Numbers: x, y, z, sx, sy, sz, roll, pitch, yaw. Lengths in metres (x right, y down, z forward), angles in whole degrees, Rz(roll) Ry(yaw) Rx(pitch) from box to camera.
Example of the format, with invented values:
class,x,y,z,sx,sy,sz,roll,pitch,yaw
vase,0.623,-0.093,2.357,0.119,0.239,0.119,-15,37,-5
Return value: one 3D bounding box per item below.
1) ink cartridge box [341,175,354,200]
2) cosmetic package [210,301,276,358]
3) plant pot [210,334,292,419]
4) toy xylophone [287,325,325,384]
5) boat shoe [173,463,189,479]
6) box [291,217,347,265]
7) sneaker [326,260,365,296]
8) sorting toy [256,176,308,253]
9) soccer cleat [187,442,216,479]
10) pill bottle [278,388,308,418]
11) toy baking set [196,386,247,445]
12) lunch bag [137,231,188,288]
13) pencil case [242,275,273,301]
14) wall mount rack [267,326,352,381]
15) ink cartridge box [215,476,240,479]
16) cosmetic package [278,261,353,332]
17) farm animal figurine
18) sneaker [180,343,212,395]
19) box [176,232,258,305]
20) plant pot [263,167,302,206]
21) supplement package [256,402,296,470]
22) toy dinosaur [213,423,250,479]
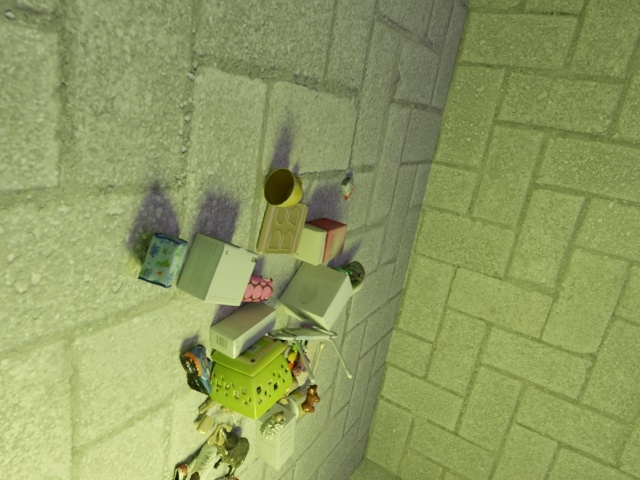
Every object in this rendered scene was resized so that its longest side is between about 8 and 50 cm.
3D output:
class,x,y,z,sx,sy,sz,roll,pitch,yaw
ink cartridge box,0.133,-0.240,2.074,0.063,0.029,0.115,-57,149,-27
cosmetic package,-0.271,0.309,1.563,0.231,0.117,0.086,-29,131,-52
plant pot,-0.253,0.461,1.583,0.227,0.228,0.207,-31,127,-52
toy xylophone,-0.085,0.570,2.112,0.323,0.081,0.236,-67,153,-10
boat shoe,-0.501,0.859,1.547,0.043,0.049,0.137,12,93,-60
box,0.000,0.000,1.866,0.232,0.126,0.149,-18,123,-58
sneaker,0.097,0.191,2.176,0.410,0.157,0.182,-47,127,-48
sorting toy,-0.133,-0.098,1.660,0.229,0.041,0.308,6,101,-58
soccer cleat,-0.431,0.824,1.589,0.196,0.068,0.076,-72,168,-45
pill bottle,-0.110,0.807,2.175,0.208,0.117,0.118,-2,108,-62
toy baking set,-0.358,0.648,1.653,0.256,0.030,0.197,-34,122,-45
lunch bag,-0.409,0.051,1.168,0.151,0.096,0.129,152,-42,-86
pencil case,-0.249,0.162,1.540,0.098,0.095,0.209,-39,160,15
wall mount rack,-0.042,0.433,1.734,0.349,0.304,0.131,9,92,-44
ink cartridge box,-0.406,1.049,1.833,0.099,0.056,0.135,-68,153,-9
cosmetic package,-0.016,0.232,1.873,0.225,0.223,0.138,-57,149,-26
farm animal figurine,-0.173,0.592,1.823,0.326,0.330,0.172,-35,148,-7
sneaker,-0.391,0.433,1.458,0.087,0.083,0.221,-54,152,-47
box,-0.311,0.092,1.347,0.181,0.119,0.182,26,83,-63
plant pot,-0.115,-0.172,1.518,0.095,0.134,0.134,19,89,-54
supplement package,-0.204,0.900,2.030,0.133,0.138,0.244,-31,133,-50
toy dinosaur,-0.339,0.856,1.773,0.160,0.120,0.313,-58,148,-12
